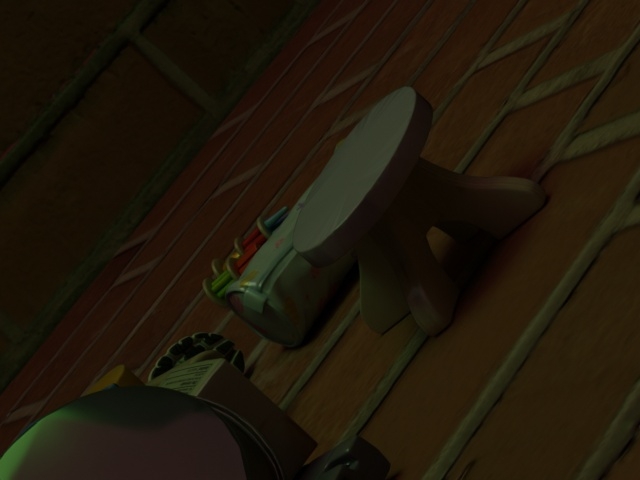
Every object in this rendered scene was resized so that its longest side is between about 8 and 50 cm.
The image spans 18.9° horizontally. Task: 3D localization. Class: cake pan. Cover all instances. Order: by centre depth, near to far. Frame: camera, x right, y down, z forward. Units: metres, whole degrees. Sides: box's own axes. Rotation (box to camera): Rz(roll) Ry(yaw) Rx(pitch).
[{"bbox_3d":[-0.170,0.241,1.614,0.293,0.054,0.293,-10,51,12],"label":"cake pan"}]

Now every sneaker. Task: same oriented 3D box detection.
[{"bbox_3d":[-0.201,0.227,2.361,0.279,0.107,0.118,-53,8,-25],"label":"sneaker"}]

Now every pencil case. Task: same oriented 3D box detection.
[{"bbox_3d":[0.000,0.000,2.341,0.273,0.113,0.124,-53,-9,-21],"label":"pencil case"}]

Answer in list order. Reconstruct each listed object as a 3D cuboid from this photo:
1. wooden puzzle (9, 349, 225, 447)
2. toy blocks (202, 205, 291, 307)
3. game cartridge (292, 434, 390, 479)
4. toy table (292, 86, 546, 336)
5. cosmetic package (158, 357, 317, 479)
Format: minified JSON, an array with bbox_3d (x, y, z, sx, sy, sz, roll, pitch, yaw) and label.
[{"bbox_3d":[-0.293,0.254,2.111,0.322,0.080,0.348,-31,14,50],"label":"wooden puzzle"},{"bbox_3d":[-0.096,0.018,2.772,0.148,0.054,0.123,-42,12,22],"label":"toy blocks"},{"bbox_3d":[-0.078,0.342,1.666,0.230,0.068,0.355,-42,12,45],"label":"game cartridge"},{"bbox_3d":[0.092,-0.027,1.995,0.252,0.161,0.274,-36,17,42],"label":"toy table"},{"bbox_3d":[-0.155,0.261,1.749,0.296,0.129,0.153,-51,14,-20],"label":"cosmetic package"}]
